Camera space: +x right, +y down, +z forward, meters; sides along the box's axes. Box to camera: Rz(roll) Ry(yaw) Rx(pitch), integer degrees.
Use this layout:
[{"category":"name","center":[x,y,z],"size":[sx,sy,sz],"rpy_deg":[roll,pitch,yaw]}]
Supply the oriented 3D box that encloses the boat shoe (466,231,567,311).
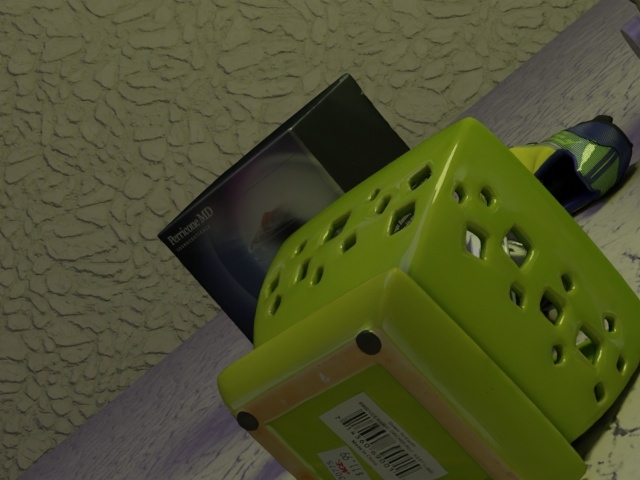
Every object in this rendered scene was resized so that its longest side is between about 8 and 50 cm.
[{"category":"boat shoe","center":[0.196,0.025,1.132],"size":[0.102,0.108,0.301],"rpy_deg":[-7,-3,6]}]

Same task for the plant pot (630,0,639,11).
[{"category":"plant pot","center":[0.392,-0.363,1.207],"size":[0.334,0.334,0.305],"rpy_deg":[-40,25,1]}]

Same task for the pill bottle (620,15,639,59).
[{"category":"pill bottle","center":[0.498,-0.306,1.406],"size":[0.264,0.146,0.146],"rpy_deg":[-38,7,11]}]

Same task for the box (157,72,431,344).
[{"category":"box","center":[0.000,0.000,1.505],"size":[0.296,0.294,0.183],"rpy_deg":[-35,8,40]}]

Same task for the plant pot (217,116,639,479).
[{"category":"plant pot","center":[0.076,0.086,0.850],"size":[0.227,0.228,0.207],"rpy_deg":[-34,15,40]}]

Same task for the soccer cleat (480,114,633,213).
[{"category":"soccer cleat","center":[0.250,-0.062,1.399],"size":[0.121,0.093,0.289],"rpy_deg":[-47,9,-32]}]
